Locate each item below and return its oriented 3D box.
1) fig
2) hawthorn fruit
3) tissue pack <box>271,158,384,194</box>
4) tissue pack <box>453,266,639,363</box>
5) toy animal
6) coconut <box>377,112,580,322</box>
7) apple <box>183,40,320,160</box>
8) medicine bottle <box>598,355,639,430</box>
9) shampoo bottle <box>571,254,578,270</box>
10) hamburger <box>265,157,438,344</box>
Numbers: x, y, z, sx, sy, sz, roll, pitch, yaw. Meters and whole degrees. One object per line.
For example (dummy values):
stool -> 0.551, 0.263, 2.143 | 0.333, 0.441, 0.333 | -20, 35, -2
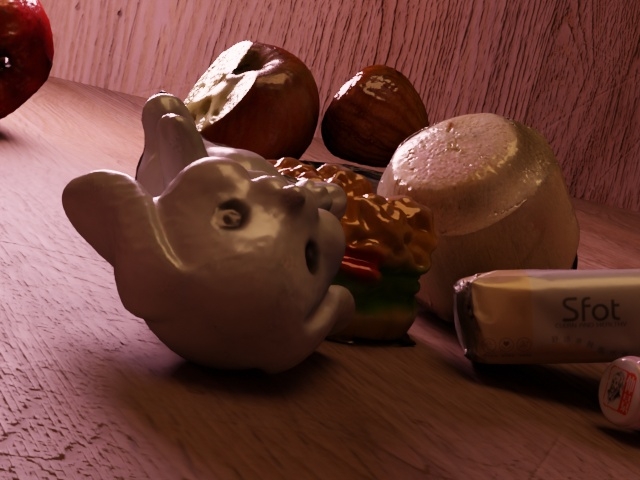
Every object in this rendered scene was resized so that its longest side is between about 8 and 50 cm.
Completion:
fig -> 0.106, -0.133, 1.854 | 0.201, 0.133, 0.146 | 28, 32, 3
hawthorn fruit -> -0.505, -0.289, 2.126 | 0.254, 0.254, 0.300 | 10, 10, -31
tissue pack -> 0.082, -0.028, 1.885 | 0.245, 0.123, 0.332 | 12, 3, 22
tissue pack -> 0.240, 0.070, 1.413 | 0.222, 0.090, 0.186 | 0, -1, 2
toy animal -> -0.090, 0.002, 1.199 | 0.249, 0.174, 0.289 | 28, 9, 8
coconut -> 0.171, -0.010, 1.605 | 0.224, 0.234, 0.224 | -10, 41, 9
apple -> -0.083, -0.162, 1.864 | 0.160, 0.173, 0.195 | 20, 24, -24
medicine bottle -> 0.350, 0.146, 1.312 | 0.219, 0.078, 0.115 | 10, 3, -29
shampoo bottle -> 0.274, 0.026, 1.911 | 0.101, 0.101, 0.284 | 18, 9, 22
hamburger -> 0.000, 0.000, 1.436 | 0.237, 0.149, 0.237 | 14, 9, -2
